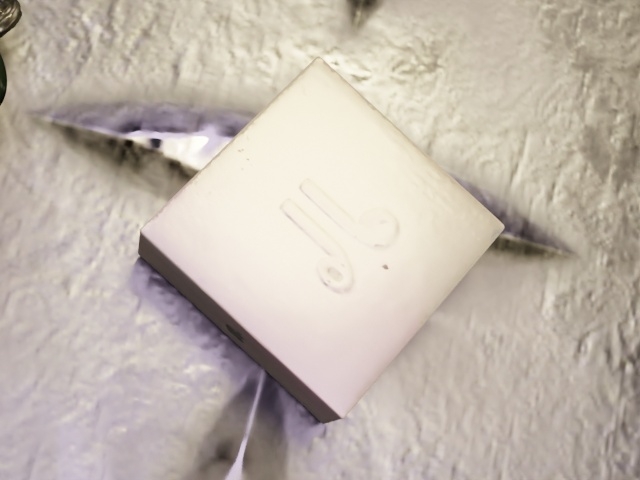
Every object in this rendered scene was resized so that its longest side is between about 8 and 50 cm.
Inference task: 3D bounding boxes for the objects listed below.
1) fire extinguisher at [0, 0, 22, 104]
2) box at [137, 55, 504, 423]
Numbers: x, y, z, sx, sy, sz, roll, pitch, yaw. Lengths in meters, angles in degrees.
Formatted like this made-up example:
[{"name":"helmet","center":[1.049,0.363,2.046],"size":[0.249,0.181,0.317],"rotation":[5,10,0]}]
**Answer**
[{"name":"fire extinguisher","center":[-0.234,-0.036,0.418],"size":[0.311,0.114,0.095],"rotation":[-53,130,-17]},{"name":"box","center":[0.000,0.000,0.475],"size":[0.129,0.051,0.130],"rotation":[42,72,2]}]
